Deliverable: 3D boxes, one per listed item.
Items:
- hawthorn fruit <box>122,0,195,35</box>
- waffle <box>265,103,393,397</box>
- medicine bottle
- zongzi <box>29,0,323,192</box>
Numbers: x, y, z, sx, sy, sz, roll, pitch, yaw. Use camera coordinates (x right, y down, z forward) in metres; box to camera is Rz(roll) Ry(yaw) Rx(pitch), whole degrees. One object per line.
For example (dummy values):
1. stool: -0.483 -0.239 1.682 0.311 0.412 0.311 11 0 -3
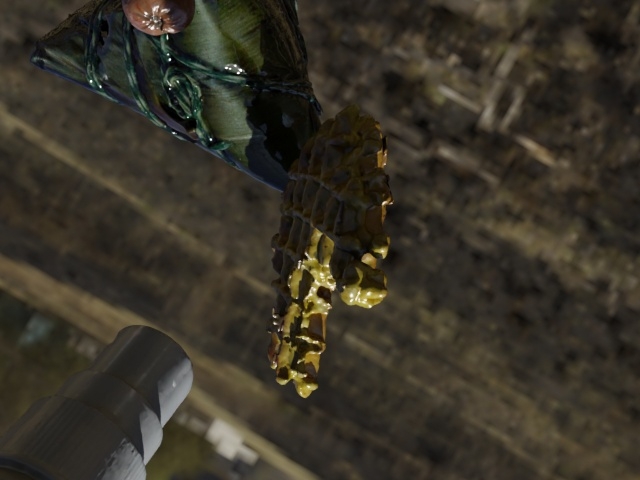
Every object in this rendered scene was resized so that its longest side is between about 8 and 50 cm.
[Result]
1. hawthorn fruit: -0.144 -0.234 1.576 0.067 0.103 0.067 3 151 1
2. waffle: 0.000 0.000 1.775 0.069 0.259 0.293 10 146 -17
3. medicine bottle: -0.161 0.162 0.732 0.110 0.352 0.110 19 135 21
4. zongzi: -0.099 -0.263 2.022 0.383 0.362 0.319 22 142 48
